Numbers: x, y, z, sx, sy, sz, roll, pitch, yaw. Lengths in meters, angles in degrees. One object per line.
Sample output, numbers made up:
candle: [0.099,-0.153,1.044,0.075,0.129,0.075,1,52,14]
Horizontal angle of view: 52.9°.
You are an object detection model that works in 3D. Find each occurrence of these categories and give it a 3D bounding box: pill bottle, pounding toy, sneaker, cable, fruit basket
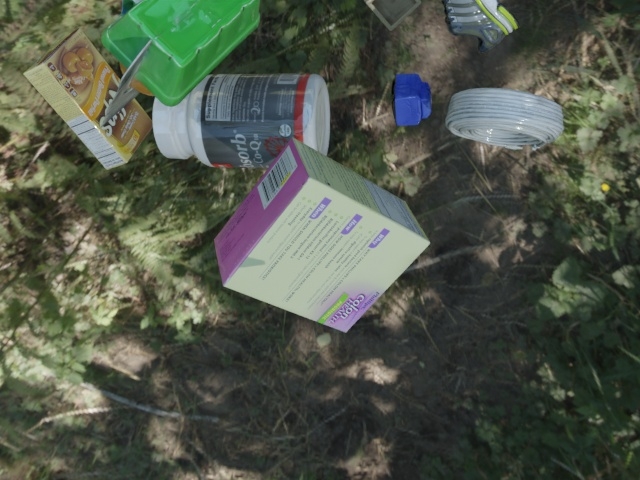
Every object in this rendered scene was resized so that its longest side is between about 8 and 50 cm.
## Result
pill bottle: [-0.171,-0.266,1.442,0.362,0.210,0.210,2,115,11]
pounding toy: [0.203,-0.661,1.735,0.141,0.100,0.130,-40,125,17]
sneaker: [0.322,-0.552,1.499,0.299,0.111,0.121,34,114,-13]
cable: [0.412,-0.273,1.436,0.256,0.257,0.089,9,91,-9]
fruit basket: [-0.255,-0.344,1.090,0.165,0.353,0.327,47,71,-20]

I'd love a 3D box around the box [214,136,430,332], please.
box: [0.000,0.000,0.987,0.242,0.117,0.214,25,116,-32]

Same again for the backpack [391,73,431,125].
backpack: [0.226,-0.356,1.606,0.101,0.120,0.098,-1,138,3]

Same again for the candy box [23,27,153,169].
candy box: [-0.595,-0.367,1.687,0.087,0.183,0.316,-13,129,31]
